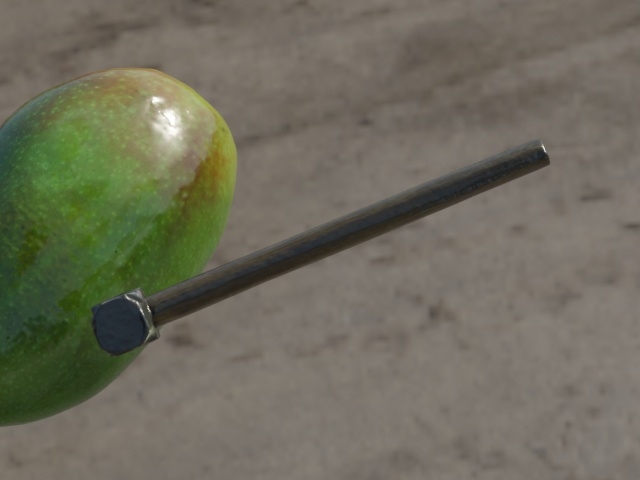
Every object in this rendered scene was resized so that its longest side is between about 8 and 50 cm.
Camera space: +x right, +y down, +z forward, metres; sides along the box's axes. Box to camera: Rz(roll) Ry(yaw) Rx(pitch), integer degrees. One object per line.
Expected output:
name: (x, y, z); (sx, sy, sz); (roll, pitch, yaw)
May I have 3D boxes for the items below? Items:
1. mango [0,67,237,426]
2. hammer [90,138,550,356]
mango: (-0.226, 0.003, 1.755); (0.382, 0.225, 0.201); (-55, 9, -22)
hammer: (0.000, 0.000, 1.470); (0.365, 0.043, 0.111); (-23, 0, 0)
